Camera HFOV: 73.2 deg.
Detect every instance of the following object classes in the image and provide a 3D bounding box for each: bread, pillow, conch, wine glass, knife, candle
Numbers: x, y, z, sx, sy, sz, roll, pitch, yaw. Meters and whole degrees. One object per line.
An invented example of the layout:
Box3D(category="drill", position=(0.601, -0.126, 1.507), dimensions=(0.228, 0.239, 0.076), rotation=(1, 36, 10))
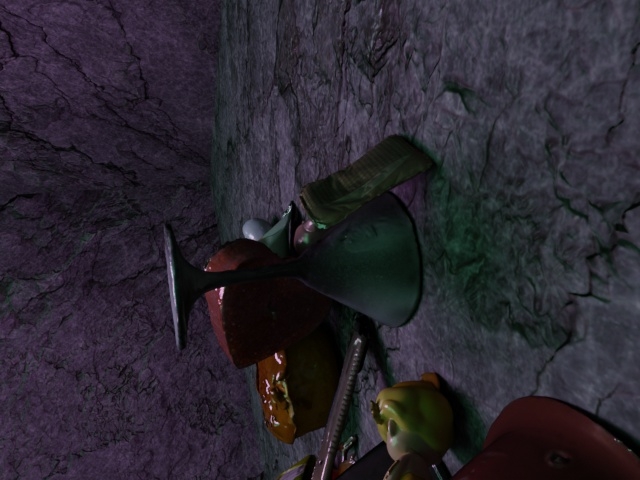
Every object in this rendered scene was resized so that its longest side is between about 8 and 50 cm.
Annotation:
Box3D(category="bread", position=(-0.074, 0.369, 1.206), dimensions=(0.358, 0.204, 0.337), rotation=(145, 114, -71))
Box3D(category="pillow", position=(0.066, -0.097, 0.696), dimensions=(0.034, 0.211, 0.135), rotation=(60, 179, -42))
Box3D(category="conch", position=(-0.213, 0.016, 1.572), dimensions=(0.221, 0.120, 0.185), rotation=(107, 146, -61))
Box3D(category="wine glass", position=(-0.055, 0.053, 0.763), dimensions=(0.267, 0.405, 0.268), rotation=(174, 90, -67))
Box3D(category="knife", position=(0.047, 0.317, 0.875), dimensions=(0.089, 0.043, 0.366), rotation=(117, 172, -61))
Box3D(category="candle", position=(-0.131, 0.157, 0.975), dimensions=(0.287, 0.316, 0.131), rotation=(-56, 43, 2))

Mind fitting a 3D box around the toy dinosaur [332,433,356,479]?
Box3D(category="toy dinosaur", position=(0.071, 0.612, 1.069), dimensions=(0.207, 0.112, 0.328), rotation=(-81, 12, -54))

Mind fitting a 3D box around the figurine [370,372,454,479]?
Box3D(category="figurine", position=(0.140, 0.306, 0.651), dimensions=(0.131, 0.156, 0.246), rotation=(-45, 15, 30))

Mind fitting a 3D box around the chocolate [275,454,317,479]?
Box3D(category="chocolate", position=(-0.031, 0.762, 1.127), dimensions=(0.289, 0.136, 0.301), rotation=(70, 179, -77))

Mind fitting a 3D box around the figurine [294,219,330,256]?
Box3D(category="figurine", position=(0.000, 0.000, 1.007), dimensions=(0.138, 0.125, 0.125), rotation=(-35, 63, 56))

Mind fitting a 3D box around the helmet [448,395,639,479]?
Box3D(category="helmet", position=(0.205, 0.380, 0.423), dimensions=(0.337, 0.229, 0.385), rotation=(128, 130, -63))

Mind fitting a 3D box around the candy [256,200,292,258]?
Box3D(category="candy", position=(-0.154, 0.065, 1.253), dimensions=(0.263, 0.171, 0.398), rotation=(-62, -1, 28))

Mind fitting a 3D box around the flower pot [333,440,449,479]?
Box3D(category="flower pot", position=(0.119, 0.490, 0.776), dimensions=(0.269, 0.166, 0.269), rotation=(174, 90, -71))
